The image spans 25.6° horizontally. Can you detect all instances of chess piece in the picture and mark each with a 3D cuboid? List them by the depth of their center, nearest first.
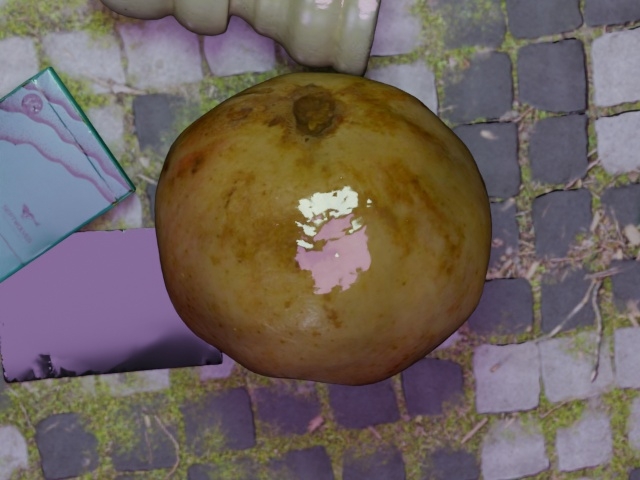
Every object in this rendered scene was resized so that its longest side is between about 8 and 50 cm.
[{"bbox_3d":[-0.085,-0.272,1.422,0.300,0.167,0.167,11,99,-3],"label":"chess piece"}]

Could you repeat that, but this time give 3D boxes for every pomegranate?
[{"bbox_3d":[0.000,0.000,1.410,0.338,0.338,0.338,-1,101,-5],"label":"pomegranate"}]

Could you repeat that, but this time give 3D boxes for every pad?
[{"bbox_3d":[-0.233,0.069,1.541,0.243,0.004,0.163,-4,101,-5],"label":"pad"}]

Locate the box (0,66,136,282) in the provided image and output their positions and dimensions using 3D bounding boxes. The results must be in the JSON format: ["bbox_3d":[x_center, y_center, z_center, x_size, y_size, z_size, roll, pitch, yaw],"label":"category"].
[{"bbox_3d":[-0.332,-0.055,1.487,0.226,0.042,0.161,-34,100,1],"label":"box"}]
